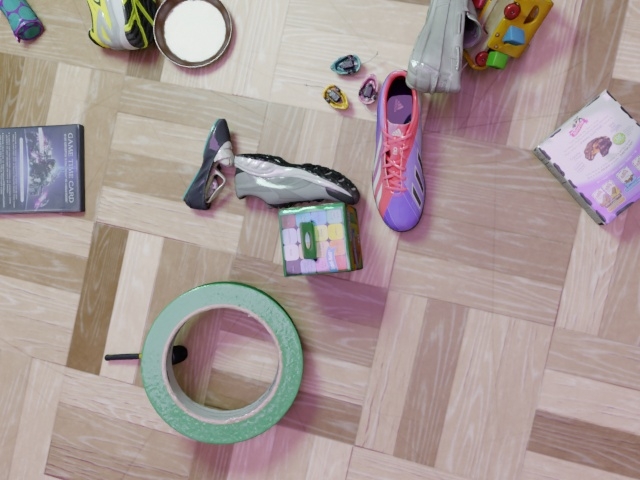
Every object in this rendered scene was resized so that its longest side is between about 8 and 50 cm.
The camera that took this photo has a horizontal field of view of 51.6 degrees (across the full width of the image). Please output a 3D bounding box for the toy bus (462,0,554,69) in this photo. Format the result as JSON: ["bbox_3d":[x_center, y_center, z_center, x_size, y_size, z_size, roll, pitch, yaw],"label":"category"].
[{"bbox_3d":[0.354,-0.396,1.270,0.105,0.202,0.190,13,85,-20],"label":"toy bus"}]

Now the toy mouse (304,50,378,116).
[{"bbox_3d":[0.073,-0.328,1.360,0.161,0.031,0.143,38,96,8],"label":"toy mouse"}]

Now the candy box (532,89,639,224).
[{"bbox_3d":[0.534,-0.155,1.256,0.165,0.070,0.196,-40,84,8],"label":"candy box"}]

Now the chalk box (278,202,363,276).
[{"bbox_3d":[0.000,0.000,1.279,0.132,0.213,0.132,-5,89,10],"label":"chalk box"}]

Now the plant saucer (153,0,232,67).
[{"bbox_3d":[-0.271,-0.451,1.417,0.169,0.029,0.168,0,91,2],"label":"plant saucer"}]

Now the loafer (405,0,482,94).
[{"bbox_3d":[0.251,-0.404,1.253,0.112,0.112,0.319,17,68,7],"label":"loafer"}]

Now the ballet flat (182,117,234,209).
[{"bbox_3d":[-0.221,-0.153,1.394,0.074,0.074,0.203,27,100,9],"label":"ballet flat"}]

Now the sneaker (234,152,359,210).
[{"bbox_3d":[-0.051,-0.107,1.357,0.272,0.100,0.107,13,104,14],"label":"sneaker"}]

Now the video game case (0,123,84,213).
[{"bbox_3d":[-0.664,-0.159,1.496,0.275,0.026,0.195,-1,89,9],"label":"video game case"}]

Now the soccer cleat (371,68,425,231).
[{"bbox_3d":[0.152,-0.176,1.301,0.109,0.116,0.317,1,90,10],"label":"soccer cleat"}]

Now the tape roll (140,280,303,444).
[{"bbox_3d":[-0.196,0.245,1.346,0.322,0.077,0.320,0,89,-4],"label":"tape roll"}]

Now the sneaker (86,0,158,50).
[{"bbox_3d":[-0.451,-0.593,1.393,0.147,0.145,0.384,-3,91,25],"label":"sneaker"}]

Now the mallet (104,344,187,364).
[{"bbox_3d":[-0.378,0.250,1.441,0.190,0.062,0.039,-5,87,25],"label":"mallet"}]

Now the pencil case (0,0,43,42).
[{"bbox_3d":[-0.690,-0.521,1.483,0.070,0.064,0.151,-37,83,-8],"label":"pencil case"}]
